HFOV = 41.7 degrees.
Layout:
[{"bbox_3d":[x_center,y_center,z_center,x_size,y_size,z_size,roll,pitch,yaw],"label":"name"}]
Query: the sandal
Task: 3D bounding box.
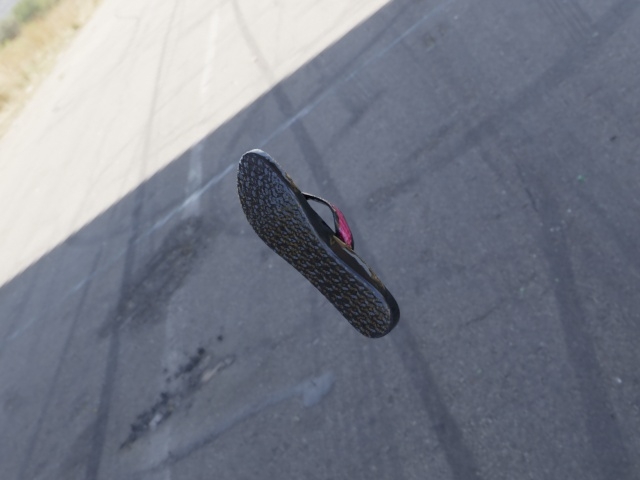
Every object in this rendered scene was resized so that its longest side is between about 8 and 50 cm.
[{"bbox_3d":[0.000,0.000,0.665,0.040,0.179,0.067,-40,-3,-38],"label":"sandal"}]
